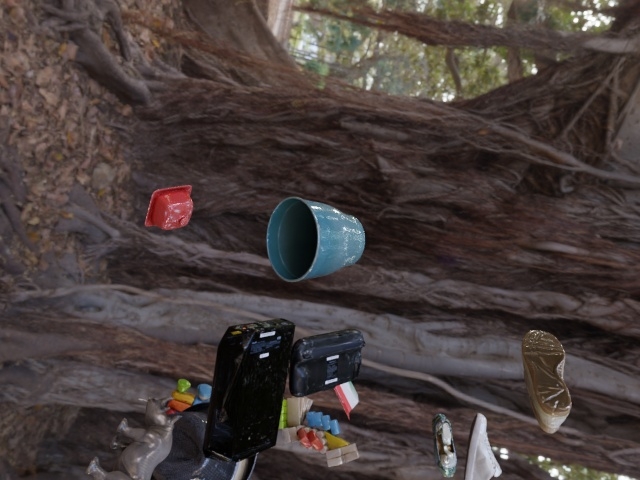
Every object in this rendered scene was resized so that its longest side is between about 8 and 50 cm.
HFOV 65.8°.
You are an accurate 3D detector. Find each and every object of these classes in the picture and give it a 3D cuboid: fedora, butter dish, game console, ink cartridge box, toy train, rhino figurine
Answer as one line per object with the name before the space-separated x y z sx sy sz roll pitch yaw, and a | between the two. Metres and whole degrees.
fedora | -0.326 0.517 1.222 0.333 0.334 0.152 -83 155 -43
butter dish | -0.499 -0.095 1.703 0.160 0.118 0.159 -19 144 -49
game console | -0.039 0.236 0.855 0.044 0.361 0.213 16 -82 39
ink cartridge box | 0.093 0.582 1.968 0.180 0.056 0.224 63 0 -1
toy train | -0.523 0.565 1.796 0.105 0.248 0.143 -98 -148 -72
rhino figurine | -0.340 0.388 0.931 0.073 0.106 0.243 -60 -179 32

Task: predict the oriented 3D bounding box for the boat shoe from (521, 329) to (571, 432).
boat shoe | 0.586 0.360 1.301 0.302 0.109 0.098 -68 159 -55

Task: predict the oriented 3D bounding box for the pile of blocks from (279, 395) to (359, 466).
pile of blocks | -0.050 0.551 1.475 0.112 0.363 0.148 60 51 -69

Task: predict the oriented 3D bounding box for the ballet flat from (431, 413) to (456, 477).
ballet flat | 0.377 0.625 1.497 0.070 0.070 0.188 129 -49 -76

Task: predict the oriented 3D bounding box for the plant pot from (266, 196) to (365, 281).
plant pot | 0.000 0.000 1.654 0.272 0.255 0.271 -3 -94 49

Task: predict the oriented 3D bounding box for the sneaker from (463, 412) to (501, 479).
sneaker | 0.591 0.765 1.778 0.106 0.123 0.289 -22 117 -70
